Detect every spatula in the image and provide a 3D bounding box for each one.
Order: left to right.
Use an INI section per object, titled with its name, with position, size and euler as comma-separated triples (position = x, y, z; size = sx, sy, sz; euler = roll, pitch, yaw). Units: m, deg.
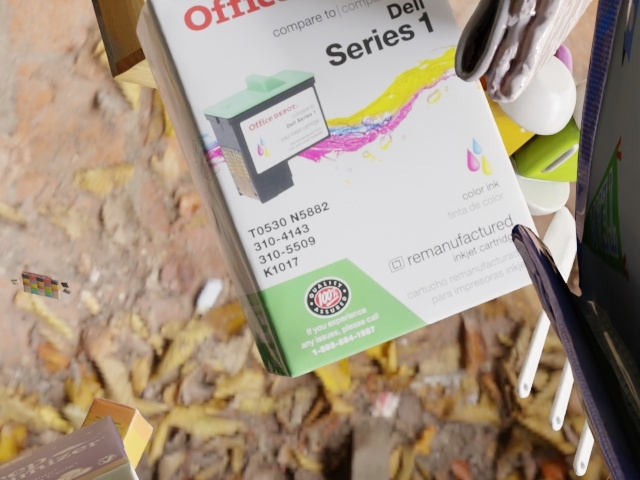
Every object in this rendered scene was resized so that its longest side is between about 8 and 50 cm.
[spatula]
position = 0.255, 0.099, 1.435
size = 0.019, 0.242, 0.168
euler = -11, 130, 38

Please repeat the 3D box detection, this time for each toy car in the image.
[toy car]
position = 0.180, -0.114, 1.223
size = 0.182, 0.136, 0.159
euler = 13, 146, -27

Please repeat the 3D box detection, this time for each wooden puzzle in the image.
[wooden puzzle]
position = -0.370, 0.060, 1.888
size = 0.083, 0.006, 0.049
euler = 13, 148, 0

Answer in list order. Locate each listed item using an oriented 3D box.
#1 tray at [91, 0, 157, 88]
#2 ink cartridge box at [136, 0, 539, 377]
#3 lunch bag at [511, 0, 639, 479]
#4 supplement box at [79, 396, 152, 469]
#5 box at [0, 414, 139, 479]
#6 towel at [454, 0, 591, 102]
[tray]
position = -0.105, -0.256, 1.635
size = 0.076, 0.411, 0.203
euler = -26, 73, 28
[ink cartridge box]
position = 0.012, -0.068, 1.010
size = 0.201, 0.117, 0.278
euler = -21, 91, -10
[lunch bag]
position = 0.195, 0.023, 0.417
size = 0.239, 0.328, 0.385
euler = 3, 114, -6
[supplement box]
position = -0.318, 0.339, 1.957
size = 0.080, 0.233, 0.078
euler = 13, 154, 20
[box]
position = -0.205, 0.181, 1.039
size = 0.136, 0.225, 0.036
euler = -24, 96, -10
[towel]
position = 0.199, -0.278, 0.925
size = 0.053, 0.317, 0.332
euler = 27, 122, 9
